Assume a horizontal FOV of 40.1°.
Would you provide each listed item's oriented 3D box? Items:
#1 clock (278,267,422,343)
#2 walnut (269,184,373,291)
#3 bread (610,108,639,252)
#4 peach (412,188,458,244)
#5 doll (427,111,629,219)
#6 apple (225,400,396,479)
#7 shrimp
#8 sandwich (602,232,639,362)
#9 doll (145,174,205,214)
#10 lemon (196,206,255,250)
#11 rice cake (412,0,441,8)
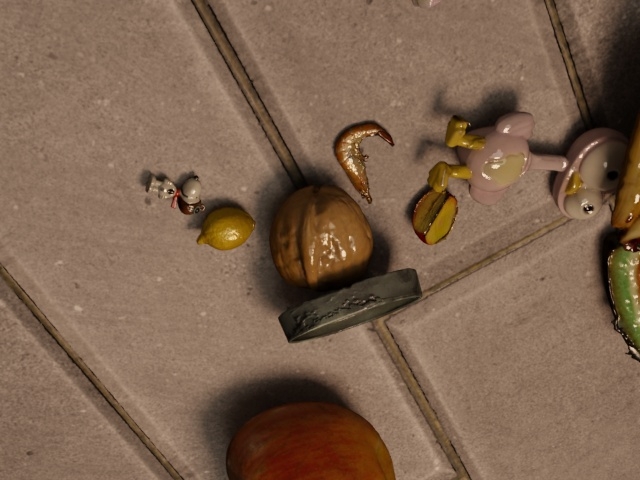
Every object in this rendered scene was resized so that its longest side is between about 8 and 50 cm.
[{"bbox_3d":[0.047,0.102,1.334,0.226,0.226,0.049,-17,80,-5],"label":"clock"},{"bbox_3d":[0.000,0.000,1.296,0.166,0.149,0.167,4,110,12],"label":"walnut"},{"bbox_3d":[0.569,-0.140,1.295,0.277,0.167,0.325,-23,128,-47],"label":"bread"},{"bbox_3d":[0.176,-0.041,1.370,0.077,0.050,0.083,-24,135,-28],"label":"peach"},{"bbox_3d":[0.342,-0.114,1.351,0.365,0.094,0.160,9,119,-18],"label":"doll"},{"bbox_3d":[0.004,0.403,1.446,0.301,0.301,0.302,-6,120,-11],"label":"apple"},{"bbox_3d":[0.073,-0.115,1.317,0.091,0.025,0.127,-19,119,-5],"label":"shrimp"},{"bbox_3d":[0.635,0.058,1.485,0.301,0.162,0.250,-17,113,31],"label":"sandwich"},{"bbox_3d":[-0.209,-0.065,1.264,0.085,0.040,0.058,-2,107,-19],"label":"doll"},{"bbox_3d":[-0.140,-0.016,1.295,0.092,0.065,0.065,-19,122,-6],"label":"lemon"},{"bbox_3d":[0.247,-0.419,1.178,0.297,0.050,0.106,-26,122,0],"label":"rice cake"}]
